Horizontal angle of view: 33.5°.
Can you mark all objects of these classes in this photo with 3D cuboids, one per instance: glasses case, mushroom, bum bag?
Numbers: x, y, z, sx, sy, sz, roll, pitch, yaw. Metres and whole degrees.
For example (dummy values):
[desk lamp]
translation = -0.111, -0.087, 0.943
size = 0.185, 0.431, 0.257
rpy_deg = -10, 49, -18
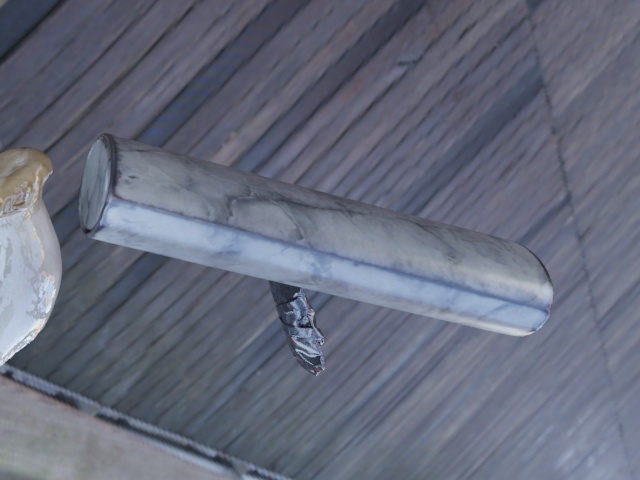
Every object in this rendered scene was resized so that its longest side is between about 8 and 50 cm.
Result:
[glasses case]
translation = 0.000, 0.000, 0.685
size = 0.299, 0.114, 0.060
rpy_deg = 14, 103, -21
[mushroom]
translation = -0.271, 0.020, 0.908
size = 0.097, 0.088, 0.212
rpy_deg = -20, 140, -41
[bum bag]
translation = -0.024, 0.095, 1.186
size = 0.034, 0.058, 0.124
rpy_deg = -33, 110, -31
